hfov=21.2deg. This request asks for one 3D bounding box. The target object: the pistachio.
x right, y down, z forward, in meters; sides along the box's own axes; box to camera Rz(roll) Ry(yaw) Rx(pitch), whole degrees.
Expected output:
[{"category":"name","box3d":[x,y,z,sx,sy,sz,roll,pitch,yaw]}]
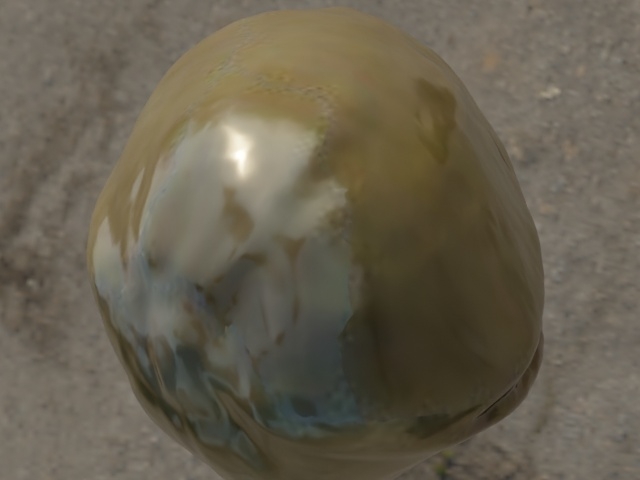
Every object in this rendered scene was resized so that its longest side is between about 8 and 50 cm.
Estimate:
[{"category":"pistachio","box3d":[0.000,0.000,0.688,0.293,0.181,0.162,-86,1,-67]}]
